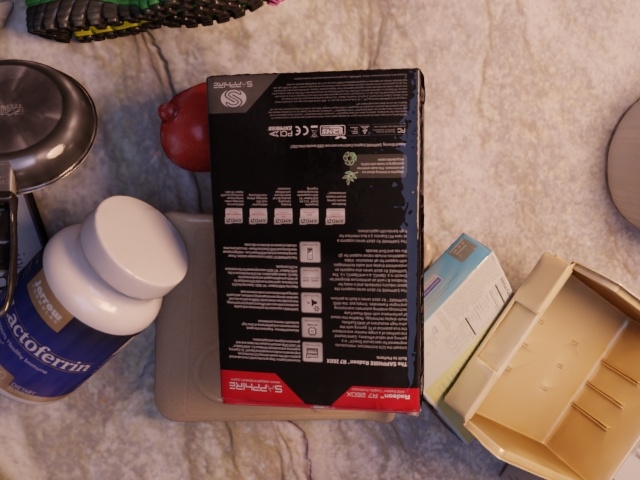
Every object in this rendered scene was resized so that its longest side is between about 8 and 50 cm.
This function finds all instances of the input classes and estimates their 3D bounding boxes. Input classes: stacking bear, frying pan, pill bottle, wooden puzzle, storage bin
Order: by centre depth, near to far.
[{"bbox_3d":[-0.386,-0.090,0.757,0.198,0.053,0.326,17,61,0],"label":"frying pan"},{"bbox_3d":[-0.288,0.073,0.793,0.153,0.153,0.265,42,116,-16],"label":"pill bottle"},{"bbox_3d":[-0.062,-0.128,0.852,0.289,0.175,0.164,10,73,-2],"label":"stacking bear"},{"bbox_3d":[0.344,0.184,0.903,0.260,0.123,0.262,30,96,-33],"label":"storage bin"},{"bbox_3d":[-0.048,0.108,0.910,0.348,0.080,0.321,5,115,-7],"label":"wooden puzzle"}]

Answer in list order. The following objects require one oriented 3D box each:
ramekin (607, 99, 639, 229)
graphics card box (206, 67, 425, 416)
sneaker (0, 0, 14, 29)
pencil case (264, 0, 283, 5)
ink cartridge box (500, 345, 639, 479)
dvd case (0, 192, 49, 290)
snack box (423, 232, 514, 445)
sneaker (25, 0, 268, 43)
[{"bbox_3d":[0.581,-0.117,1.002,0.278,0.135,0.277,-2,101,-11],"label":"ramekin"},{"bbox_3d":[0.000,0.000,0.737,0.233,0.094,0.370,0,100,13],"label":"graphics card box"},{"bbox_3d":[-0.469,-0.325,0.769,0.229,0.086,0.132,37,86,-26],"label":"sneaker"},{"bbox_3d":[-0.051,-0.403,0.835,0.098,0.095,0.209,21,98,-30],"label":"pencil case"},{"bbox_3d":[0.480,0.332,1.069,0.223,0.129,0.307,31,93,-15],"label":"ink cartridge box"},{"bbox_3d":[-0.479,-0.001,0.820,0.253,0.022,0.180,-11,125,-10],"label":"dvd case"},{"bbox_3d":[0.205,0.153,0.930,0.187,0.060,0.322,-45,135,-7],"label":"snack box"},{"bbox_3d":[-0.192,-0.323,0.755,0.344,0.134,0.146,-3,98,12],"label":"sneaker"}]
